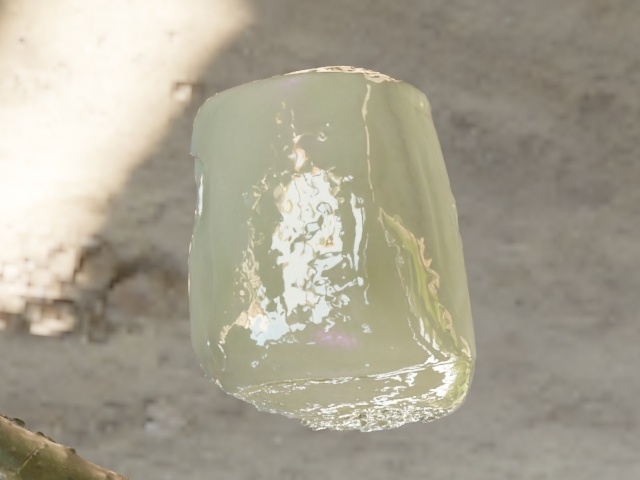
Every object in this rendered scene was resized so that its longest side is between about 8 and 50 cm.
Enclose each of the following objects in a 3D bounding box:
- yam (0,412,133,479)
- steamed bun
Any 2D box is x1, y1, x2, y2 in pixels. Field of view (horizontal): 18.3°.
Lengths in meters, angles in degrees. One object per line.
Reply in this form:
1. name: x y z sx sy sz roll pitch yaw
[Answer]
1. yam: -0.194 0.160 1.200 0.259 0.106 0.106 29 142 -22
2. steamed bun: 0.000 0.000 1.216 0.170 0.225 0.200 -8 168 4
